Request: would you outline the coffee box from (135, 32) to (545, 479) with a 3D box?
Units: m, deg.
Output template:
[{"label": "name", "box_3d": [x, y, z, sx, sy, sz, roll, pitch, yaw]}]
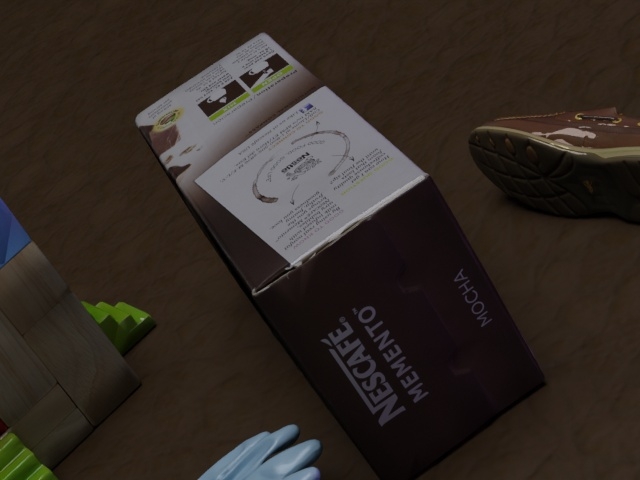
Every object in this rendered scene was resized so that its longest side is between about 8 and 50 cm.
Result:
[{"label": "coffee box", "box_3d": [0.000, 0.000, 0.925, 0.119, 0.168, 0.297, -34, 30, -4]}]

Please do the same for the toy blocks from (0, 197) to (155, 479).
[{"label": "toy blocks", "box_3d": [-0.313, 0.093, 0.981, 0.381, 0.261, 0.191, -43, 32, -20]}]

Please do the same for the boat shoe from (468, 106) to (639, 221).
[{"label": "boat shoe", "box_3d": [0.179, -0.055, 0.952, 0.178, 0.064, 0.060, 13, 47, 43]}]

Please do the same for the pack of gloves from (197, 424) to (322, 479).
[{"label": "pack of gloves", "box_3d": [-0.057, 0.218, 0.799, 0.232, 0.046, 0.195, -44, 31, -1]}]
